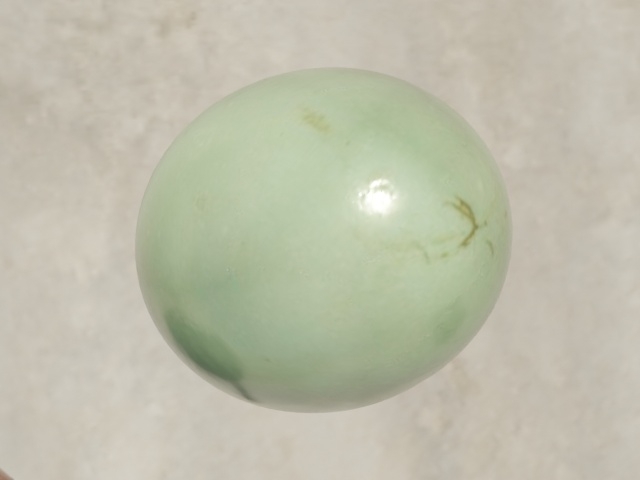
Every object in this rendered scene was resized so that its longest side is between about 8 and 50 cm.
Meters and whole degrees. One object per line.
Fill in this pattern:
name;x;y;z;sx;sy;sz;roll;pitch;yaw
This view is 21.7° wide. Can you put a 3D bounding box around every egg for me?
egg;0.000;0.000;0.815;0.231;0.168;0.168;-17;89;62

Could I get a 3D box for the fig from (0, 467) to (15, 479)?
fig;-0.210;0.234;1.011;0.186;0.249;0.204;-40;40;45
